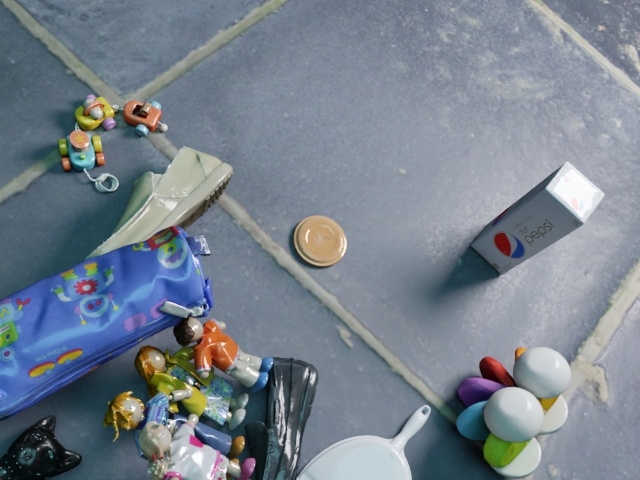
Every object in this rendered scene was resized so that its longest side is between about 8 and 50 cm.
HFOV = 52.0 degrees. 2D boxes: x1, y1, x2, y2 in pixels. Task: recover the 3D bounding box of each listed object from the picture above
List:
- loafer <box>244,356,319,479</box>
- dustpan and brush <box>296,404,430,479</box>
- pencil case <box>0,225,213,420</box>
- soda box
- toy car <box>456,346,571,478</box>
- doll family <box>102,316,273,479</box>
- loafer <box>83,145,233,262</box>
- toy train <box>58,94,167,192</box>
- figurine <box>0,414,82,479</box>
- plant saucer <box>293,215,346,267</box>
[{"bbox_3d":[-0.062,0.256,0.842,0.078,0.076,0.223,16,60,-4],"label":"loafer"},{"bbox_3d":[0.086,0.297,0.883,0.147,0.060,0.211,39,69,16],"label":"dustpan and brush"},{"bbox_3d":[-0.263,0.091,0.739,0.306,0.119,0.133,-26,44,-21],"label":"pencil case"},{"bbox_3d":[0.319,-0.027,0.989,0.074,0.216,0.069,43,62,3],"label":"soda box"},{"bbox_3d":[0.263,0.227,0.923,0.136,0.159,0.182,25,58,34],"label":"toy car"},{"bbox_3d":[-0.166,0.206,0.783,0.163,0.118,0.263,34,29,-19],"label":"doll family"},{"bbox_3d":[-0.232,-0.034,0.901,0.092,0.102,0.268,39,54,3],"label":"loafer"},{"bbox_3d":[-0.304,-0.158,0.954,0.125,0.046,0.166,26,63,-4],"label":"toy train"},{"bbox_3d":[-0.416,0.219,0.752,0.210,0.092,0.214,-25,76,-32],"label":"figurine"},{"bbox_3d":[0.000,0.000,0.997,0.084,0.013,0.083,6,67,-15],"label":"plant saucer"}]
